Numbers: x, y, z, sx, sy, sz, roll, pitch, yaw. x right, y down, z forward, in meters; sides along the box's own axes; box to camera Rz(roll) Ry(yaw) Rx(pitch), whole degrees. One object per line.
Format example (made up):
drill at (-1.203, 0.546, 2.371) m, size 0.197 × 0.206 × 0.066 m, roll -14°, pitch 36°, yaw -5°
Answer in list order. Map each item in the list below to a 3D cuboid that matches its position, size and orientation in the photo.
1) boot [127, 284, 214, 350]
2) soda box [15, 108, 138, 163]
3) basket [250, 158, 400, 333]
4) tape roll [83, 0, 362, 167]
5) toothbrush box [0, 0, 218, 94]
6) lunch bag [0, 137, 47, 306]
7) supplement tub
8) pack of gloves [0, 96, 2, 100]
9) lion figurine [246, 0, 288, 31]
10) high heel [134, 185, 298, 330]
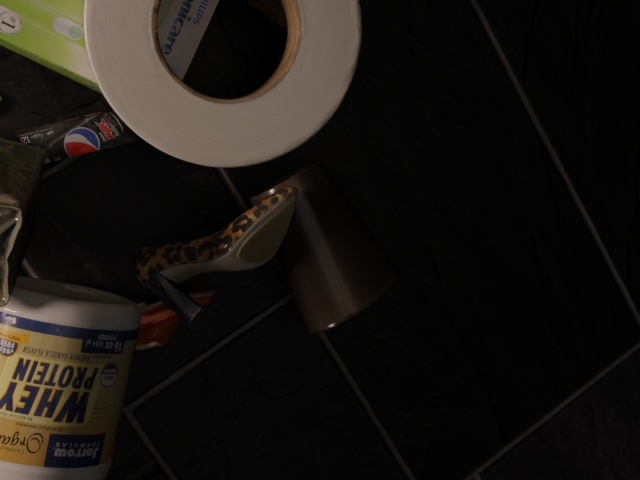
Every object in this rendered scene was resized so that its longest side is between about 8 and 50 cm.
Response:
boot at (-0.236, 0.119, 1.519) m, size 0.158 × 0.059 × 0.084 m, roll -16°, pitch 103°, yaw -8°
soda box at (-0.361, -0.155, 1.447) m, size 0.169 × 0.060 × 0.053 m, roll -17°, pitch 104°, yaw -16°
basket at (0.000, 0.000, 1.536) m, size 0.204 × 0.154 × 0.227 m, roll -37°, pitch 101°, yaw -51°
tape roll at (-0.134, -0.297, 1.364) m, size 0.392 × 0.072 × 0.392 m, roll -3°, pitch 101°, yaw -14°
toothbrush box at (-0.318, -0.331, 1.415) m, size 0.283 × 0.122 × 0.206 m, roll 26°, pitch 87°, yaw -20°
lunch bag at (-0.528, -0.047, 1.285) m, size 0.287 × 0.235 × 0.169 m, roll 12°, pitch 113°, yaw -13°
supplement tub at (-0.393, 0.224, 1.382) m, size 0.228 × 0.228 × 0.316 m, roll 11°, pitch 91°, yaw -19°
pack of gloves at (-0.603, -0.184, 1.371) m, size 0.232 × 0.046 × 0.195 m, roll 32°, pitch 84°, yaw -18°
lion figurine at (-0.147, -0.453, 1.460) m, size 0.392 × 0.142 × 0.240 m, roll 10°, pitch 90°, yaw -13°
high heel at (-0.164, -0.014, 1.464) m, size 0.261 × 0.186 × 0.093 m, roll -49°, pitch 144°, yaw -4°
